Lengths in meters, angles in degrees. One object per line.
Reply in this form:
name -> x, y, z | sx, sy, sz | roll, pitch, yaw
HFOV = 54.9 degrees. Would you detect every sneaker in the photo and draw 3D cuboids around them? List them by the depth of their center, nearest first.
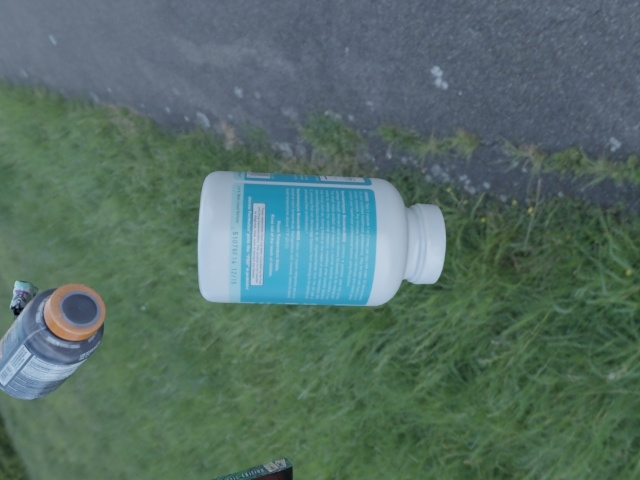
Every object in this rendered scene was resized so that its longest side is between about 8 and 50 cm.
sneaker -> -0.536, 0.112, 1.103 | 0.038, 0.069, 0.098 | 11, 165, -12

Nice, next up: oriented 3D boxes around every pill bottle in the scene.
pill bottle -> 0.000, 0.000, 0.693 | 0.263, 0.146, 0.146 | 2, 148, -6
pill bottle -> -0.442, 0.162, 1.015 | 0.130, 0.130, 0.245 | 48, 128, -4

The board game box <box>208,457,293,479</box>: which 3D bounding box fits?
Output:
board game box -> -0.166, 0.436, 0.961 | 0.030, 0.259, 0.136 | -144, 51, -58
